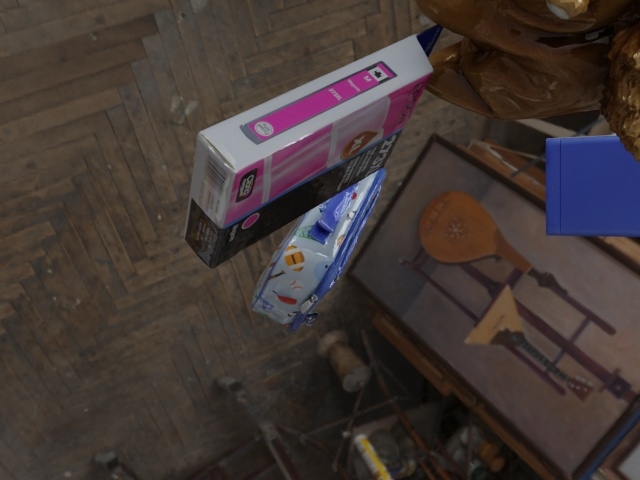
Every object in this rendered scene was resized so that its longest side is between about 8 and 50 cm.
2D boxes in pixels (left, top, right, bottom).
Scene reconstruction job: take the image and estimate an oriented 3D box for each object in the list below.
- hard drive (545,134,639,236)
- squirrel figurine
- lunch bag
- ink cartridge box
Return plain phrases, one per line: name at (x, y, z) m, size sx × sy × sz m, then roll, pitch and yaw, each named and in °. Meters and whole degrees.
hard drive at (0.634, -0.112, 1.321) m, size 0.040 × 0.319 × 0.210 m, roll -22°, pitch 111°, yaw -62°
squirrel figurine at (0.296, -0.255, 0.668) m, size 0.281 × 0.397 × 0.370 m, roll -55°, pitch 170°, yaw 3°
lunch bag at (0.000, 0.000, 1.079) m, size 0.115 × 0.303 × 0.243 m, roll 30°, pitch 141°, yaw -4°
ink cartridge box at (0.014, -0.117, 0.736) m, size 0.371 × 0.069 × 0.175 m, roll -35°, pitch 163°, yaw -32°
